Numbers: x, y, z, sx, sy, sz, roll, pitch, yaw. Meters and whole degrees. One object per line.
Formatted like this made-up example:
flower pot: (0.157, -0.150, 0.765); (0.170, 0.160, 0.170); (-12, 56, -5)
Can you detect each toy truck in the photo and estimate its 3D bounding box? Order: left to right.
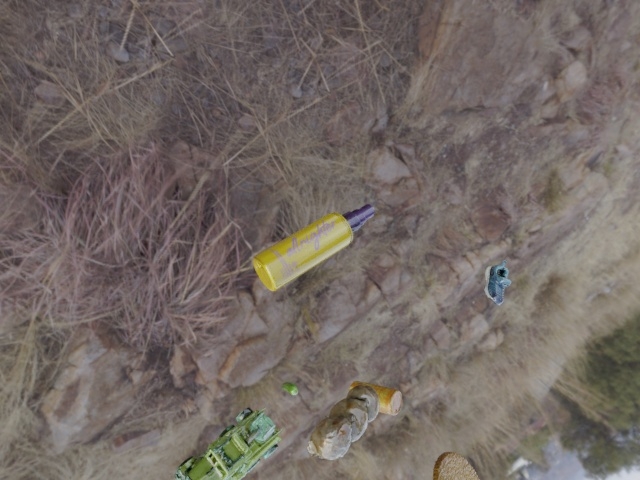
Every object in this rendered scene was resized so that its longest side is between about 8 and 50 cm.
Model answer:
toy truck: (-0.209, 0.500, 1.003); (0.260, 0.128, 0.135); (-27, 153, -43)

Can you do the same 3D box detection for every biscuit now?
biscuit: (0.413, 0.761, 1.243); (0.254, 0.253, 0.035); (9, 145, -44)

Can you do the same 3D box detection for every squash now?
squash: (-0.077, 0.361, 1.030); (0.027, 0.089, 0.027); (4, 80, -26)

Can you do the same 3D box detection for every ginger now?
ginger: (0.058, 0.367, 0.858); (0.104, 0.080, 0.204); (-51, 162, 27)

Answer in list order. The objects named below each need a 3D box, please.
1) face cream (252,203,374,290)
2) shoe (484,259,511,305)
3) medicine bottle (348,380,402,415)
face cream: (0.000, 0.000, 0.835); (0.274, 0.078, 0.078); (-31, 140, -24)
shoe: (0.523, 0.126, 1.229); (0.064, 0.142, 0.071); (33, 139, -12)
medicine bottle: (0.213, 0.612, 1.635); (0.096, 0.192, 0.096); (3, 87, -51)
